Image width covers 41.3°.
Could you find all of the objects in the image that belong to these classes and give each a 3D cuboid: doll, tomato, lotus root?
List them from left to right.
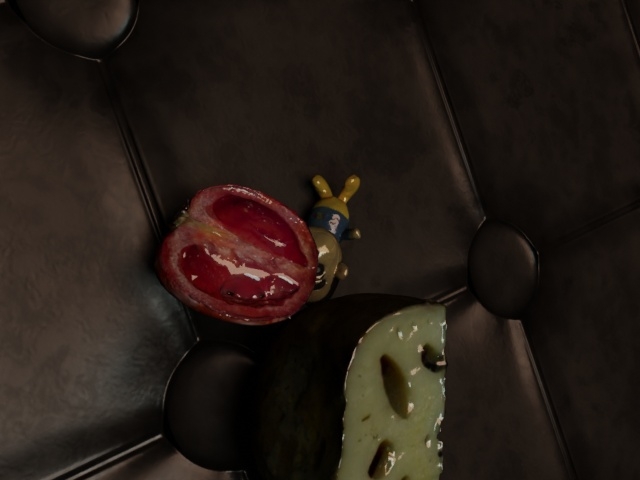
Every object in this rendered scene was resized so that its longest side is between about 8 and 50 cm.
[{"bbox_3d":[-0.098,0.033,0.954,0.173,0.099,0.189,31,47,-6],"label":"tomato"},{"bbox_3d":[0.000,0.000,1.045,0.089,0.102,0.179,44,51,-65],"label":"doll"},{"bbox_3d":[0.004,0.181,0.915,0.149,0.260,0.267,-2,96,-32],"label":"lotus root"}]
